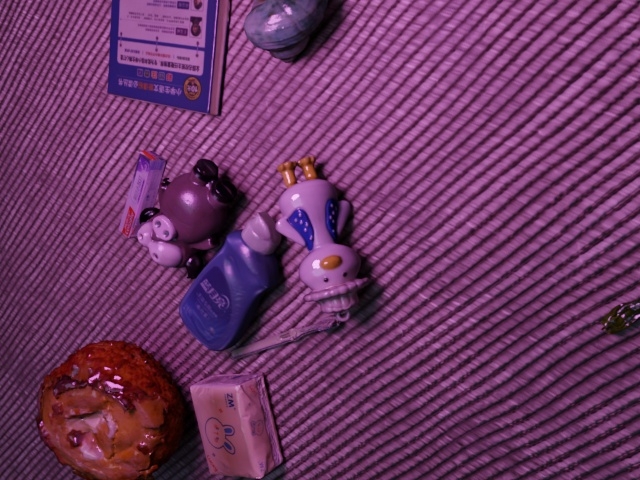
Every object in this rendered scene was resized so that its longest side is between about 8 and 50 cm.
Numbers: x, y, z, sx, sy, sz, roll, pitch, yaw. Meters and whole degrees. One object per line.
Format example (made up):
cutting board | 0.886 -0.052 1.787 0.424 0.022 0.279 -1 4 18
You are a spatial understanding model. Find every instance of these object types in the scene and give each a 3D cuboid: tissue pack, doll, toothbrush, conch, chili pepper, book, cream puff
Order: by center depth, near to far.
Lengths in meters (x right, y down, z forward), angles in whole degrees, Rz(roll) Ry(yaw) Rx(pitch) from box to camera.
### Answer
chili pepper | 0.440 0.106 0.913 0.091 0.034 0.030 -30 116 32
conch | -0.062 -0.398 1.078 0.176 0.122 0.188 42 118 43
doll | 0.000 0.000 1.117 0.119 0.138 0.293 156 98 -74
toothbrush | -0.075 0.192 1.256 0.294 0.028 0.026 -23 85 38
book | -0.300 -0.479 1.259 0.300 0.039 0.428 17 108 29
doll | -0.265 -0.039 1.277 0.257 0.117 0.182 -43 81 28
tissue pack | -0.173 0.374 1.311 0.148 0.092 0.196 -11 92 34
cream puff | -0.447 0.364 1.401 0.350 0.228 0.350 4 113 10

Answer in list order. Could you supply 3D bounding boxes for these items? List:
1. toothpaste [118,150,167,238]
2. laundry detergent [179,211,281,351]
toothpaste | -0.384 -0.096 1.387 0.047 0.040 0.196 35 116 25
laundry detergent | -0.163 0.075 1.246 0.143 0.094 0.290 45 120 21
